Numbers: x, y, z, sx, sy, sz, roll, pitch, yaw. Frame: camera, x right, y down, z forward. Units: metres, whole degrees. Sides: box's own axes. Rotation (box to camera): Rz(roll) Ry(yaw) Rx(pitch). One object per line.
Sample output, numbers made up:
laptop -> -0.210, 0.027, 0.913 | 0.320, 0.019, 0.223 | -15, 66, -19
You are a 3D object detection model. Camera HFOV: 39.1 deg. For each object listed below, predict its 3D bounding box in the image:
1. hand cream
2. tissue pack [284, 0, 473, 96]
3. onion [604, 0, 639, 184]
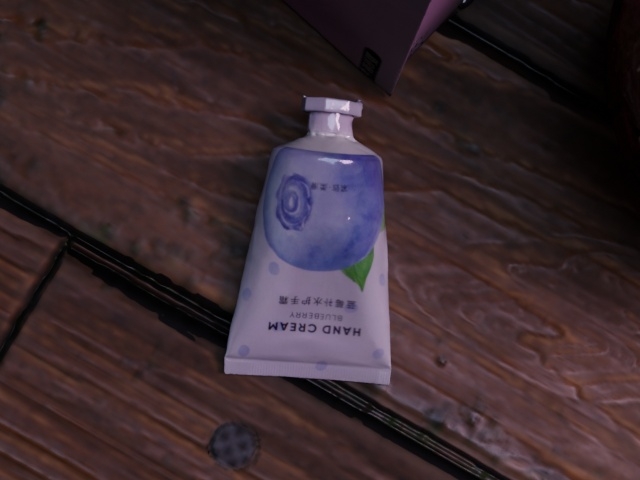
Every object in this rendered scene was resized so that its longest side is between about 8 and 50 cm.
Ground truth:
hand cream -> 0.000, 0.000, 0.444 | 0.084, 0.053, 0.142 | 5, 92, -5
tissue pack -> 0.016, -0.170, 0.364 | 0.148, 0.246, 0.092 | 43, 83, 3
onion -> 0.251, -0.104, 0.396 | 0.281, 0.221, 0.280 | 1, 89, -33
